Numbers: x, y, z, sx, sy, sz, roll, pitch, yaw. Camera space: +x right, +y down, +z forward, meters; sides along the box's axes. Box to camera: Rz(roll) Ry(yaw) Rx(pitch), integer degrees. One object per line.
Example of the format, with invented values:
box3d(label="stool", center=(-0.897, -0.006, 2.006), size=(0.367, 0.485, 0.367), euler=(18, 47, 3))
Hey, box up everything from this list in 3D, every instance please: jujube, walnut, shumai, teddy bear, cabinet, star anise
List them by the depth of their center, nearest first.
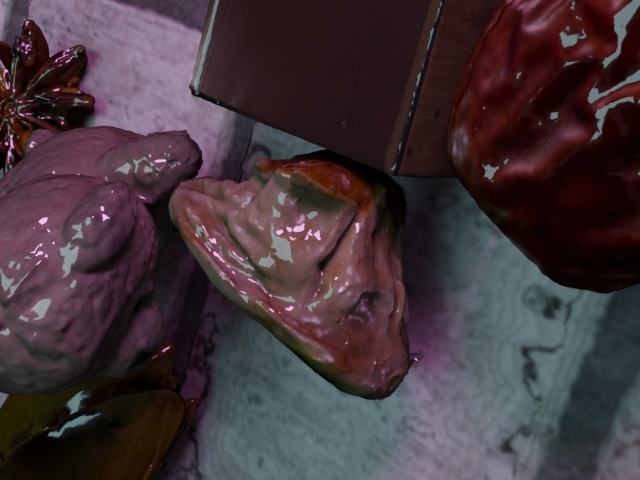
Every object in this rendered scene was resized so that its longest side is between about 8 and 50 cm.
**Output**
box3d(label="jujube", center=(0.181, -0.087, 0.488), size=(0.243, 0.183, 0.183), euler=(-42, 64, 18))
box3d(label="cabinet", center=(0.051, -0.167, 0.614), size=(0.175, 0.148, 0.215), euler=(25, 108, 35))
box3d(label="shumai", center=(0.000, 0.000, 0.631), size=(0.120, 0.201, 0.201), euler=(-49, 60, 5))
box3d(label="teddy bear", center=(-0.174, 0.008, 0.709), size=(0.236, 0.151, 0.267), euler=(-49, 23, 12))
box3d(label="walnut", center=(-0.198, 0.160, 0.809), size=(0.245, 0.137, 0.137), euler=(-47, 62, 26))
box3d(label="star anise", center=(-0.264, -0.088, 0.901), size=(0.177, 0.073, 0.234), euler=(-31, 67, 17))
